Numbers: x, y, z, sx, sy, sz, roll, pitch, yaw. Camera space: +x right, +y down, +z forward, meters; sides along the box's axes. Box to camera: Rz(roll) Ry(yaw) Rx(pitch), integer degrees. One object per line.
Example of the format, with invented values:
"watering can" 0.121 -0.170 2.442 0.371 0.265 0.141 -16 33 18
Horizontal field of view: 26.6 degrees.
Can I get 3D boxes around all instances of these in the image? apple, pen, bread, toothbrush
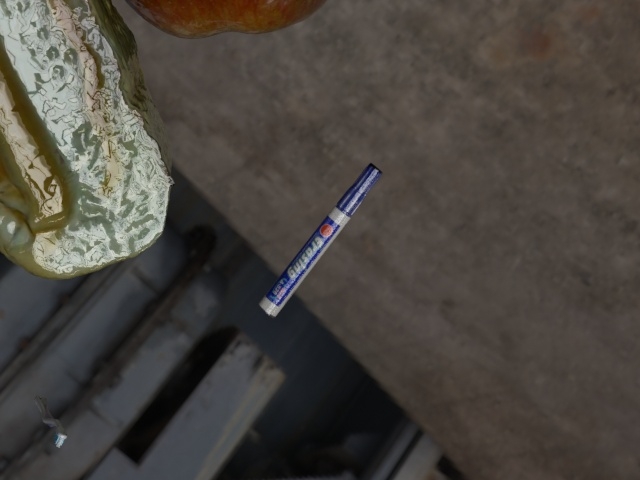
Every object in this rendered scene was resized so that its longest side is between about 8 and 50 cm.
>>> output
"apple" -0.098 -0.344 1.536 0.277 0.309 0.250 29 146 42
"pen" 0.000 0.000 1.483 0.025 0.204 0.025 37 -172 -6
"bread" -0.257 -0.140 1.164 0.341 0.210 0.300 -112 4 -72
"toothbrush" -0.219 0.143 1.094 0.011 0.013 0.131 25 179 -20
